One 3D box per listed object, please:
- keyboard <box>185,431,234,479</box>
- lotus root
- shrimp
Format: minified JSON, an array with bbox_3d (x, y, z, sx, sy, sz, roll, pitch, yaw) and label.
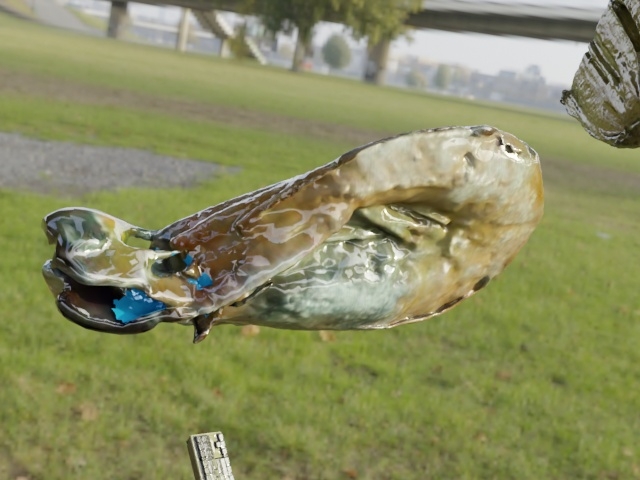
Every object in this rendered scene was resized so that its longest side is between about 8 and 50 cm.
[{"bbox_3d":[-0.088,0.237,0.970,0.015,0.129,0.049,-25,-17,30],"label":"keyboard"},{"bbox_3d":[0.283,-0.138,0.937,0.070,0.143,0.144,11,41,-16],"label":"lotus root"},{"bbox_3d":[0.000,0.000,0.880,0.446,0.221,0.110,-8,50,-25],"label":"shrimp"}]
